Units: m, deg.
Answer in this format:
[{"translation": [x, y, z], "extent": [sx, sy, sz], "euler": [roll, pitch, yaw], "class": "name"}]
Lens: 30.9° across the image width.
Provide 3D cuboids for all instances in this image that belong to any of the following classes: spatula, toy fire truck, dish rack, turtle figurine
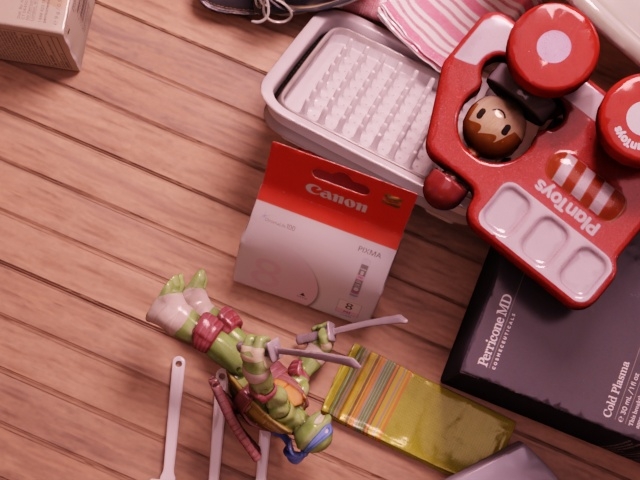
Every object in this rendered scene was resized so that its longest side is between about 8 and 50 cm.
[{"translation": [-0.129, 0.273, 1.471], "extent": [0.168, 0.019, 0.242], "euler": [5, 76, -1], "class": "spatula"}, {"translation": [0.251, -0.102, 1.303], "extent": [0.302, 0.169, 0.254], "euler": [39, 88, 7], "class": "toy fire truck"}, {"translation": [0.099, -0.152, 1.475], "extent": [0.333, 0.072, 0.285], "euler": [27, 42, 3], "class": "dish rack"}, {"translation": [-0.056, 0.112, 1.409], "extent": [0.266, 0.275, 0.198], "euler": [36, 42, 10], "class": "turtle figurine"}]

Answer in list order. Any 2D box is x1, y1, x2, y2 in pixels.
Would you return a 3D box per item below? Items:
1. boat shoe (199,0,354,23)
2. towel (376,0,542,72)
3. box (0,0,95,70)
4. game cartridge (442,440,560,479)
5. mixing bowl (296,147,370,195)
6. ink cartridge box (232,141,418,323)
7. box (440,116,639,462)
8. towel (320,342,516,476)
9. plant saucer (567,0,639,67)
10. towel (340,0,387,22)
[{"translation": [-0.046, -0.336, 1.526], "extent": [0.254, 0.079, 0.095], "euler": [0, 116, 9], "class": "boat shoe"}, {"translation": [0.188, -0.315, 1.554], "extent": [0.197, 0.029, 0.144], "euler": [-41, 76, -21], "class": "towel"}, {"translation": [-0.462, -0.320, 1.499], "extent": [0.311, 0.148, 0.121], "euler": [10, 78, -2], "class": "box"}, {"translation": [0.254, 0.411, 1.432], "extent": [0.196, 0.060, 0.294], "euler": [-26, 87, -3], "class": "game cartridge"}, {"translation": [0.024, -0.059, 1.495], "extent": [0.181, 0.098, 0.181], "euler": [1, 80, -3], "class": "mixing bowl"}, {"translation": [0.000, 0.000, 1.419], "extent": [0.189, 0.232, 0.066], "euler": [20, 57, 2], "class": "ink cartridge box"}, {"translation": [0.361, 0.072, 1.443], "extent": [0.312, 0.179, 0.343], "euler": [22, 79, 2], "class": "box"}, {"translation": [0.126, 0.227, 1.486], "extent": [0.237, 0.021, 0.102], "euler": [26, 81, 2], "class": "towel"}, {"translation": [0.392, -0.320, 1.416], "extent": [0.400, 0.400, 0.100], "euler": [45, 116, 6], "class": "plant saucer"}, {"translation": [-0.031, -0.456, 1.598], "extent": [0.329, 0.037, 0.237], "euler": [18, 82, 3], "class": "towel"}]
